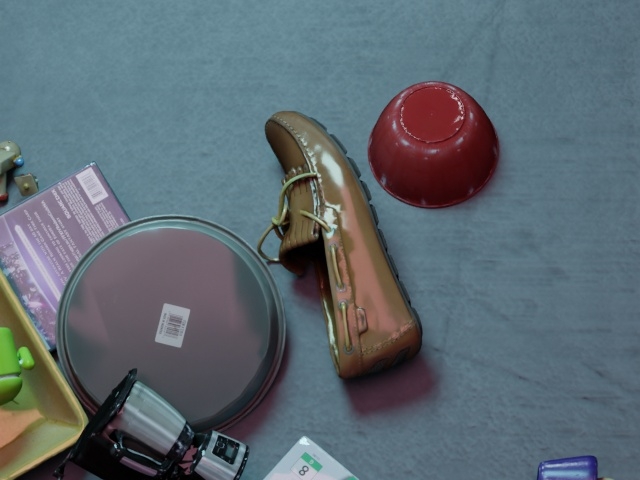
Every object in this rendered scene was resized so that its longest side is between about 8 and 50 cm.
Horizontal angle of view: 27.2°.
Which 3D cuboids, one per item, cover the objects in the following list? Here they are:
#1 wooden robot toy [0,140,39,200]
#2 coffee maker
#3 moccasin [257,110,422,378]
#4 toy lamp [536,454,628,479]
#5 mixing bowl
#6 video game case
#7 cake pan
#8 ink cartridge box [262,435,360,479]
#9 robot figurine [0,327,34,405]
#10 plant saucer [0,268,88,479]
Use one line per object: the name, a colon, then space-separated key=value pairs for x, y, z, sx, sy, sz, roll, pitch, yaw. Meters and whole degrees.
wooden robot toy: x=-0.454 y=-0.109 z=1.853 sx=0.173 sy=0.076 sz=0.079 roll=16 pitch=32 yaw=13
coffee maker: x=-0.197 y=0.263 z=1.583 sx=0.178 sy=0.171 sz=0.120 roll=36 pitch=50 yaw=-9
moccasin: x=0.000 y=0.001 z=1.711 sx=0.147 sy=0.139 sz=0.380 roll=-17 pitch=73 yaw=-12
toy lamp: x=0.392 y=0.301 z=1.552 sx=0.275 sy=0.080 sz=0.080 roll=8 pitch=65 yaw=7
mixing bowl: x=0.150 y=-0.146 z=1.778 sx=0.181 sy=0.098 sz=0.181 roll=-3 pitch=64 yaw=5
video game case: x=-0.368 y=0.045 z=1.747 sx=0.274 sy=0.026 sz=0.196 roll=-31 pitch=83 yaw=-8
cake pan: x=-0.189 y=0.109 z=1.660 sx=0.293 sy=0.054 sz=0.293 roll=0 pitch=83 yaw=-3
ink cartridge box: x=-0.025 y=0.373 z=1.572 sx=0.181 sy=0.056 sz=0.224 roll=37 pitch=71 yaw=21
robot figurine: x=-0.399 y=0.148 z=1.598 sx=0.101 sy=0.067 sz=0.115 roll=-13 pitch=81 yaw=-19
plant saucer: x=-0.506 y=0.185 z=1.658 sx=0.333 sy=0.081 sz=0.332 roll=-30 pitch=83 yaw=-9
